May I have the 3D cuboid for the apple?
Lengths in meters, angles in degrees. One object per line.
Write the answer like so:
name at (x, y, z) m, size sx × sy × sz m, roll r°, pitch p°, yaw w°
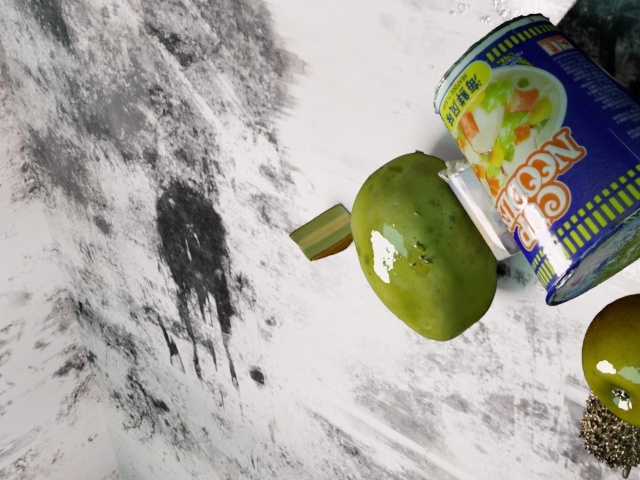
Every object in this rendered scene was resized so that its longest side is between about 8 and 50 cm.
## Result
apple at (0.464, 0.173, 1.440) m, size 0.196 × 0.157 × 0.196 m, roll 37°, pitch 150°, yaw 26°

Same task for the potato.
potato at (0.168, 0.009, 1.631) m, size 0.216 × 0.216 × 0.304 m, roll 1°, pitch 125°, yaw 51°

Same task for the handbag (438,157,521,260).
handbag at (0.269, -0.069, 1.519) m, size 0.173 × 0.117 × 0.095 m, roll 56°, pitch 165°, yaw 6°

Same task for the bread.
bread at (-0.003, 0.002, 1.901) m, size 0.074 × 0.139 × 0.084 m, roll 49°, pitch 145°, yaw 10°

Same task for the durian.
durian at (0.466, 0.308, 1.603) m, size 0.148 × 0.091 × 0.188 m, roll 17°, pitch 131°, yaw 44°

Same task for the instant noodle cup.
instant noodle cup at (0.313, -0.118, 1.319) m, size 0.312 × 0.284 × 0.284 m, roll 55°, pitch 147°, yaw 19°
